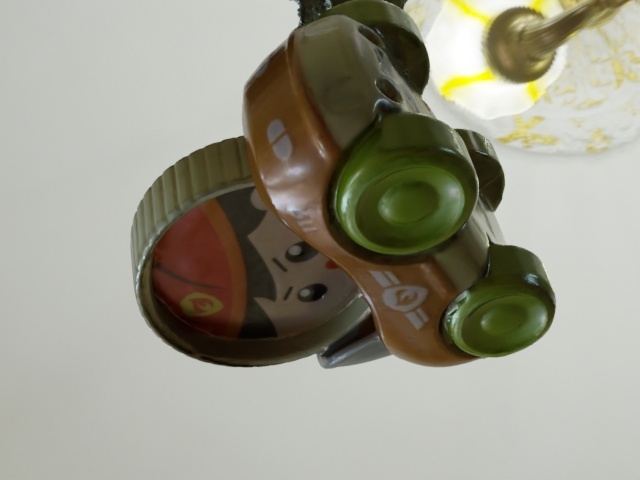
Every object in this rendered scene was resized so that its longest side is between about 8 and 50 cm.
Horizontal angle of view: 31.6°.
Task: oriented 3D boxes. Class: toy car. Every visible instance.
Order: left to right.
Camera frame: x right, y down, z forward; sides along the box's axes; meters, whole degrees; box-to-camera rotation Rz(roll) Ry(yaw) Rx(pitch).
[{"bbox_3d":[0.000,0.000,0.662,0.235,0.145,0.235,-6,-47,-6],"label":"toy car"}]

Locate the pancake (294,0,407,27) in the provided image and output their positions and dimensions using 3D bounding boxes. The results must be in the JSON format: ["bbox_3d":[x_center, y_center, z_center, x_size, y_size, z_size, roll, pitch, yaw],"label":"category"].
[{"bbox_3d":[0.012,-0.203,0.791,0.116,0.022,0.129,-43,-73,-4],"label":"pancake"}]
